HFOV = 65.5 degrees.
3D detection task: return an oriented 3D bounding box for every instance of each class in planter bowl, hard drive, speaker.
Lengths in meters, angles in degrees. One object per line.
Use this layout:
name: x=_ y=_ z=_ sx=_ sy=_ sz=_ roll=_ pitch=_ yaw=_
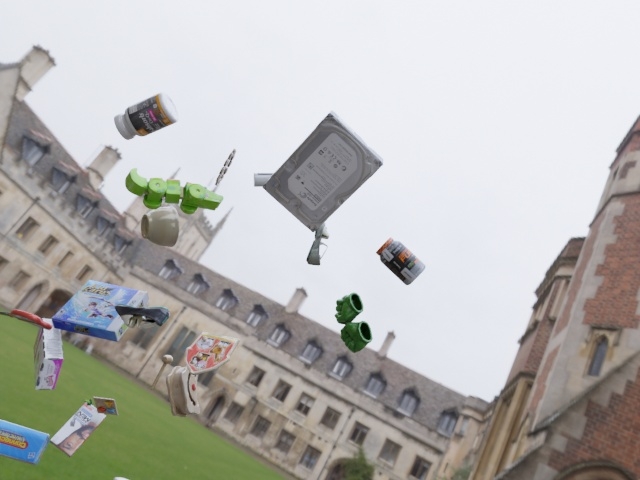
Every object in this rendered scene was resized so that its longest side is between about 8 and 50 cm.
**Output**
planter bowl: x=-0.632 y=-0.055 z=1.939 sx=0.109 sy=0.162 sz=0.162 roll=1 pitch=0 yaw=-38
hard drive: x=0.005 y=-0.215 z=1.612 sx=0.237 sy=0.064 sz=0.339 roll=43 pitch=-65 yaw=-10
speaker: x=-0.191 y=-0.236 z=1.936 sx=0.136 sy=0.055 sz=0.055 roll=-1 pitch=-19 yaw=-10

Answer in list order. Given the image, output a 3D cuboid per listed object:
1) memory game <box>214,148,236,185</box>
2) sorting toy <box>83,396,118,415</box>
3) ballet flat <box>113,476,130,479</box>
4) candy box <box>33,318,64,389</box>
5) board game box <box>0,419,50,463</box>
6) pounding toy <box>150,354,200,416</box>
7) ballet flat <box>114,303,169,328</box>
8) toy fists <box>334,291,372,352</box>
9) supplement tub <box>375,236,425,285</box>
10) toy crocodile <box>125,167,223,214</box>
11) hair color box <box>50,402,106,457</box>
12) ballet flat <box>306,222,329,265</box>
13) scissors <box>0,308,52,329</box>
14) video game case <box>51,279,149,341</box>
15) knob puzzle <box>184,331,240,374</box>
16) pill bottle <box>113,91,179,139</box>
memory game: x=-0.416 y=-0.321 z=2.189 sx=0.012 sy=0.186 sz=0.186 roll=28 pitch=-21 yaw=-8
sorting toy: x=-0.560 y=0.422 z=1.267 sx=0.083 sy=0.012 sz=0.062 roll=4 pitch=-59 yaw=8
ballet flat: x=-0.509 y=0.892 z=1.573 sx=0.400 sy=0.139 sz=0.139 roll=58 pitch=-23 yaw=1
candy box: x=-1.054 y=0.436 z=1.927 sx=0.071 sy=0.159 sz=0.233 roll=10 pitch=27 yaw=-36
board game box: x=-1.012 y=0.606 z=1.538 sx=0.308 sy=0.086 sz=0.302 roll=25 pitch=-33 yaw=-16
pounding toy: x=-0.604 y=0.609 z=2.091 sx=0.155 sy=0.269 sz=0.154 roll=-14 pitch=-7 yaw=10
ballet flat: x=-0.557 y=0.234 z=1.523 sx=0.203 sy=0.074 sz=0.074 roll=1 pitch=-32 yaw=21
toy fists: x=0.142 y=0.386 z=2.332 sx=0.096 sy=0.279 sz=0.142 roll=6 pitch=-36 yaw=-35
supplement tub: x=0.324 y=0.082 z=2.031 sx=0.190 sy=0.117 sz=0.117 roll=43 pitch=-21 yaw=6
toy crocodile: x=-0.517 y=-0.173 z=1.775 sx=0.340 sy=0.105 sz=0.115 roll=8 pitch=-33 yaw=-25
hair color box: x=-0.865 y=0.674 z=1.782 sx=0.093 sy=0.167 sz=0.053 roll=40 pitch=-39 yaw=-3
ballet flat: x=0.000 y=0.000 z=1.921 sx=0.068 sy=0.213 sz=0.072 roll=14 pitch=-22 yaw=3
scissors: x=-0.917 y=0.217 z=1.481 sx=0.297 sy=0.021 sz=0.109 roll=8 pitch=-26 yaw=26
video game case: x=-0.864 y=0.272 z=1.972 sx=0.269 sy=0.244 sz=0.061 roll=10 pitch=-57 yaw=8
knob puzzle: x=-0.420 y=0.415 z=1.840 sx=0.213 sy=0.213 sz=0.030 roll=16 pitch=-48 yaw=33
pill bottle: x=-0.856 y=-0.607 z=2.451 sx=0.278 sy=0.162 sz=0.162 roll=-22 pitch=-39 yaw=7
